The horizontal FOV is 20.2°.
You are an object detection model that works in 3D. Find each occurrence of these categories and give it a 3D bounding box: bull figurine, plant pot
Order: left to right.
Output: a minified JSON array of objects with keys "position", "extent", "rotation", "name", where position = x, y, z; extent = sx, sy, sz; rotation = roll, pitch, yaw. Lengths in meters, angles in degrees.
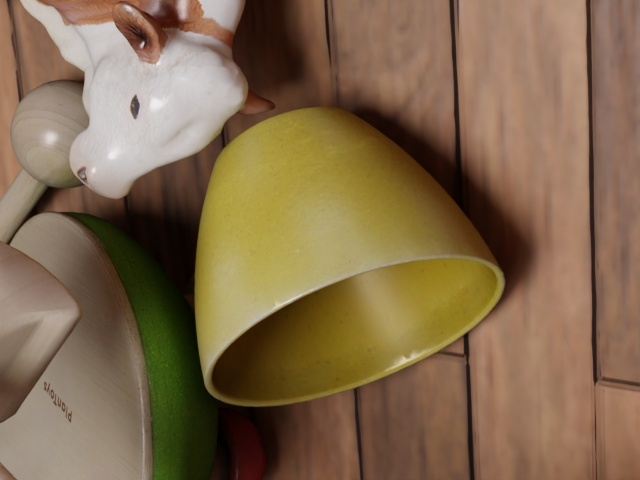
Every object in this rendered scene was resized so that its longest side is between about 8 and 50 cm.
[{"position":[-0.112,-0.175,0.773],"extent":[0.188,0.101,0.310],"rotation":[3,99,33],"name":"bull figurine"},{"position":[0.000,0.000,0.774],"extent":[0.134,0.134,0.095],"rotation":[-40,60,37],"name":"plant pot"}]

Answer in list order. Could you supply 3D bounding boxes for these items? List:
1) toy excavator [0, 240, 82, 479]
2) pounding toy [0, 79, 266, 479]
[{"position":[0.033,0.191,0.647],"extent":[0.222,0.445,0.433],"rotation":[-51,47,39],"name":"toy excavator"},{"position":[-0.086,0.054,0.871],"extent":[0.237,0.110,0.183],"rotation":[65,143,31],"name":"pounding toy"}]
